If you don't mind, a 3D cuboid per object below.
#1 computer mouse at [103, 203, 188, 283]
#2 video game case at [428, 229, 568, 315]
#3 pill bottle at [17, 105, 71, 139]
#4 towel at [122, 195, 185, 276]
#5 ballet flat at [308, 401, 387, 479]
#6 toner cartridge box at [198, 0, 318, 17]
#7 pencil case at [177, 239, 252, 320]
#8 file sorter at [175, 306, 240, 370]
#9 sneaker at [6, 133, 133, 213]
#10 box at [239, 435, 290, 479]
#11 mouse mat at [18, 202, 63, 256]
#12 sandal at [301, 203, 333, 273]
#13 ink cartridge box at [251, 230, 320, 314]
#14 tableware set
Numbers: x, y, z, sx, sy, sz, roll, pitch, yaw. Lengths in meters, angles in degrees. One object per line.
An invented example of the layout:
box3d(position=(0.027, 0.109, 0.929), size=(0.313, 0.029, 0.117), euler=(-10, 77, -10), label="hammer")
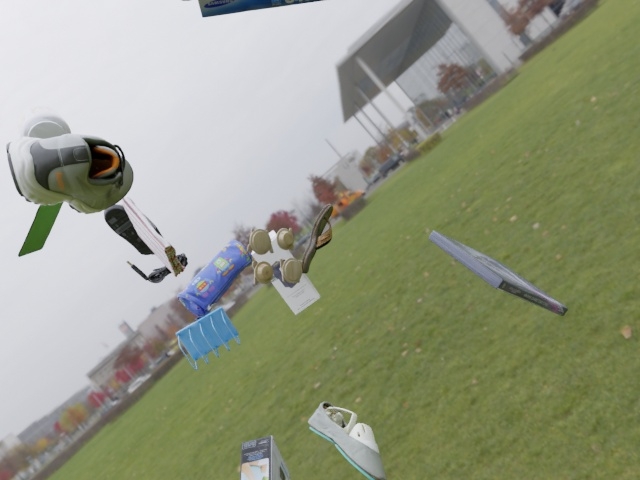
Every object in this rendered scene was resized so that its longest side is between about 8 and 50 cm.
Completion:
box3d(position=(-0.502, 0.005, 1.649), size=(0.184, 0.262, 0.060), euler=(-34, 23, 35), label="computer mouse")
box3d(position=(0.366, 0.069, 1.210), size=(0.026, 0.274, 0.196), euler=(-58, 43, 11), label="video game case")
box3d(position=(-0.806, -0.314, 1.731), size=(0.136, 0.136, 0.246), euler=(-41, 32, -10), label="pill bottle")
box3d(position=(-0.347, -0.007, 1.238), size=(0.029, 0.144, 0.197), euler=(-41, -11, -18), label="towel")
box3d(position=(0.049, 0.327, 0.992), size=(0.068, 0.072, 0.213), euler=(-57, 29, -10), label="ballet flat")
box3d(position=(-0.145, -0.681, 1.513), size=(0.348, 0.165, 0.075), euler=(-10, -22, -3), label="toner cartridge box")
box3d(position=(-0.368, 0.137, 2.106), size=(0.306, 0.133, 0.119), euler=(-50, -29, -26), label="pencil case")
box3d(position=(-0.358, 0.319, 1.905), size=(0.170, 0.118, 0.104), euler=(-31, 22, -6), label="file sorter")
box3d(position=(-0.313, -0.094, 0.826), size=(0.108, 0.100, 0.271), euler=(-12, 3, 4), label="sneaker")
box3d(position=(-0.136, 0.659, 1.466), size=(0.087, 0.169, 0.290), euler=(-15, 30, 5), label="box")
box3d(position=(-0.849, -0.043, 1.804), size=(0.189, 0.007, 0.152), euler=(-63, 3, 9), label="mouse mat")
box3d(position=(0.000, 0.000, 1.746), size=(0.090, 0.060, 0.219), euler=(62, -132, -77), label="sandal")
box3d(position=(-0.114, 0.096, 1.856), size=(0.100, 0.237, 0.172), euler=(-35, 10, -3), label="ink cartridge box")
box3d(position=(-0.110, 0.039, 1.449), size=(0.169, 0.141, 0.020), euler=(-2, -5, -42), label="tableware set")
